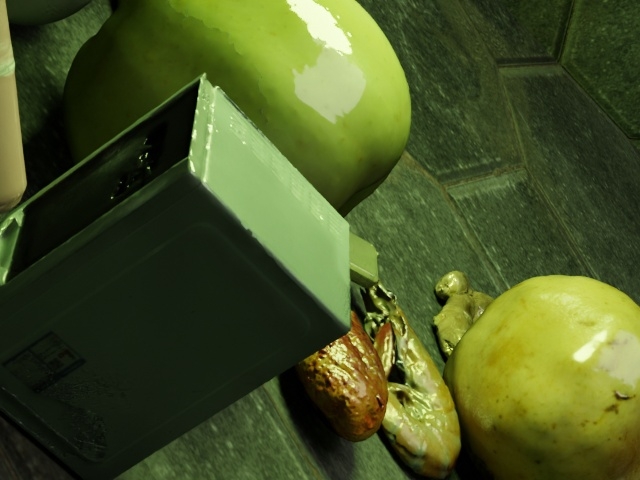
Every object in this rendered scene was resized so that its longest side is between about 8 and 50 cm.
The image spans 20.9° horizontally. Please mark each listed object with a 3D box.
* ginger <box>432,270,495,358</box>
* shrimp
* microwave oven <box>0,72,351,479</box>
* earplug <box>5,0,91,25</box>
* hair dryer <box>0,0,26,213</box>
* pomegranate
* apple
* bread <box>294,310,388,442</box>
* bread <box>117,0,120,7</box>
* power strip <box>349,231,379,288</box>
[{"bbox_3d":[0.217,0.119,2.468,0.133,0.059,0.214,44,23,-18],"label":"ginger"},{"bbox_3d":[0.091,0.165,2.159,0.152,0.063,0.287,1,60,-51],"label":"shrimp"},{"bbox_3d":[-0.150,0.034,1.511,0.237,0.295,0.181,45,24,-27],"label":"microwave oven"},{"bbox_3d":[-0.238,-0.353,1.836,0.214,0.326,0.175,61,-10,15],"label":"earplug"},{"bbox_3d":[-0.396,-0.097,1.411,0.352,0.125,0.210,-24,117,-46],"label":"hair dryer"},{"bbox_3d":[0.324,0.205,2.237,0.332,0.333,0.332,45,25,-28],"label":"pomegranate"},{"bbox_3d":[-0.092,-0.126,1.795,0.357,0.357,0.357,45,25,-28],"label":"apple"},{"bbox_3d":[0.021,0.128,2.010,0.139,0.095,0.269,54,17,-26],"label":"bread"},{"bbox_3d":[-0.202,-0.272,2.121,0.094,0.083,0.157,15,46,-42],"label":"bread"},{"bbox_3d":[0.000,0.000,2.179,0.169,0.028,0.076,29,33,-21],"label":"power strip"}]
